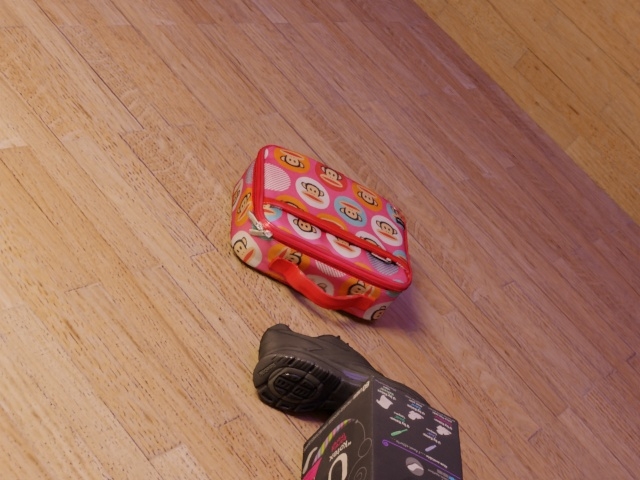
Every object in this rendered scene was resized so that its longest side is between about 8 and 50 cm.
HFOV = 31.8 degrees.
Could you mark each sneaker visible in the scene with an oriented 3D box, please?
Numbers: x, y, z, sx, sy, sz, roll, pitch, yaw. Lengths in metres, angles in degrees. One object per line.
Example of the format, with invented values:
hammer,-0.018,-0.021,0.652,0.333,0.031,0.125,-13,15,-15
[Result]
sneaker,0.039,0.193,1.553,0.286,0.109,0.130,29,25,-20

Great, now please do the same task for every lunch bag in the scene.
lunch bag,0.000,0.000,1.763,0.293,0.120,0.258,25,37,-21

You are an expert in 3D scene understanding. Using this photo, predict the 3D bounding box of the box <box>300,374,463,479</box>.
box,0.071,0.325,1.339,0.143,0.165,0.270,29,31,-17
